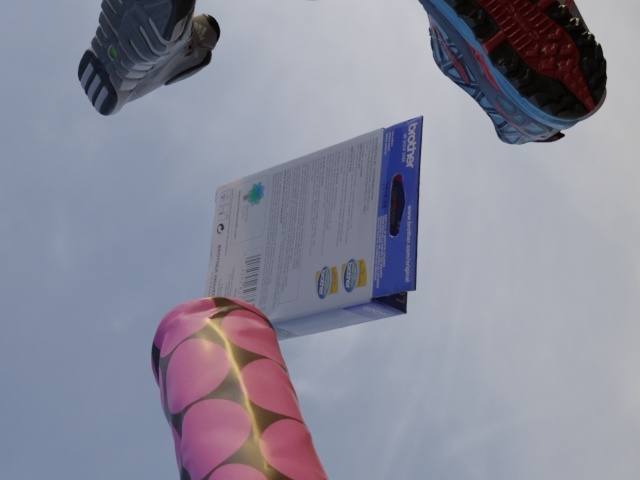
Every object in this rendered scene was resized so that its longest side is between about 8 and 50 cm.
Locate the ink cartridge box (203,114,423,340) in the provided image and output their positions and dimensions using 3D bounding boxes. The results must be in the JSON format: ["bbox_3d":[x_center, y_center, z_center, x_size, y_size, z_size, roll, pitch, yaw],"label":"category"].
[{"bbox_3d":[0.000,0.000,1.213,0.065,0.311,0.186,22,-117,-38],"label":"ink cartridge box"}]

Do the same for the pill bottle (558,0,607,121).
[{"bbox_3d":[0.236,-0.195,1.209,0.160,0.087,0.087,48,-139,-42],"label":"pill bottle"}]

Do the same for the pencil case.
[{"bbox_3d":[-0.047,0.127,0.675,0.209,0.095,0.098,-110,10,-53],"label":"pencil case"}]

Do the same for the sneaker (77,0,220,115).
[{"bbox_3d":[-0.143,-0.208,1.133,0.132,0.228,0.086,-26,-94,-35],"label":"sneaker"}]

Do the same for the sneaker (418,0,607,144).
[{"bbox_3d":[0.107,-0.181,0.932,0.104,0.125,0.262,-29,-100,-21],"label":"sneaker"}]
